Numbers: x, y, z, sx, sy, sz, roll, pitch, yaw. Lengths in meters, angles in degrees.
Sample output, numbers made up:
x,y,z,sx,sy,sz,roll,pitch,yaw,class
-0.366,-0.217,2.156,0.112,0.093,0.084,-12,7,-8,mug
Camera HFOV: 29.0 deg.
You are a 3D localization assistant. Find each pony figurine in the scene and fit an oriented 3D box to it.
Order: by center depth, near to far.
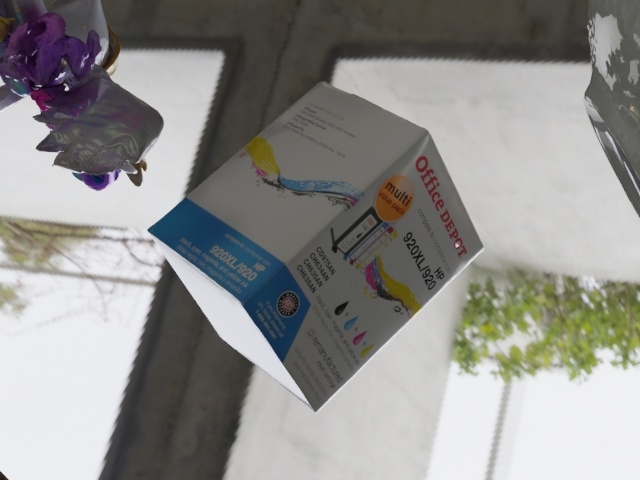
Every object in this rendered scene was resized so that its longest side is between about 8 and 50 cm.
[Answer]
x,y,z,sx,sy,sz,roll,pitch,yaw,class
-0.282,-0.187,1.272,0.302,0.351,0.364,-1,-70,21,pony figurine

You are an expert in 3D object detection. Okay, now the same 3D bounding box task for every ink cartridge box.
x,y,z,sx,sy,sz,roll,pitch,yaw,class
0.000,0.000,1.164,0.232,0.171,0.168,-43,-138,-14,ink cartridge box

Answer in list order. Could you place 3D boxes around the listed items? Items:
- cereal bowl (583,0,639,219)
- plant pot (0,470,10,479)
x,y,z,sx,sy,sz,roll,pitch,yaw,class
0.271,-0.061,0.812,0.141,0.339,0.339,-28,-121,9,cereal bowl
-0.204,0.173,0.464,0.167,0.167,0.165,38,-59,32,plant pot
